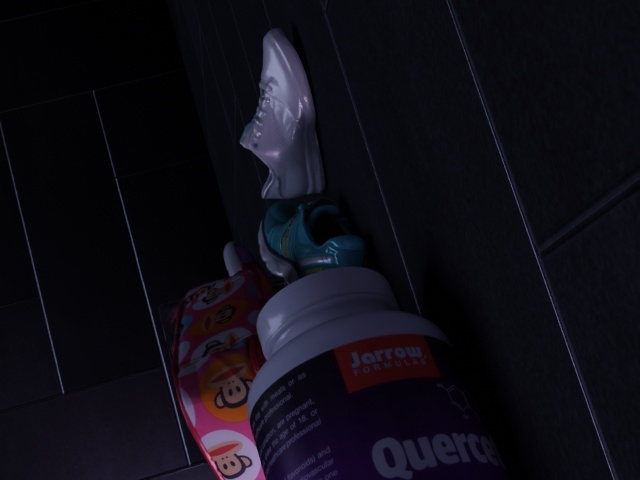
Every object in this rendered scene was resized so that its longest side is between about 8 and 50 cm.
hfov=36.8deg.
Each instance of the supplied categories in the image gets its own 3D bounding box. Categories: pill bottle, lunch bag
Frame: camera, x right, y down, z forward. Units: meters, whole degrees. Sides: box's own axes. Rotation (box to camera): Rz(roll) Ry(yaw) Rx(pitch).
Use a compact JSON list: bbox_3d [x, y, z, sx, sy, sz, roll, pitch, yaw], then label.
[{"bbox_3d":[0.050,0.184,0.754,0.181,0.181,0.323,87,165,-55],"label":"pill bottle"},{"bbox_3d":[-0.054,0.182,1.024,0.293,0.120,0.258,-106,-9,-69],"label":"lunch bag"}]

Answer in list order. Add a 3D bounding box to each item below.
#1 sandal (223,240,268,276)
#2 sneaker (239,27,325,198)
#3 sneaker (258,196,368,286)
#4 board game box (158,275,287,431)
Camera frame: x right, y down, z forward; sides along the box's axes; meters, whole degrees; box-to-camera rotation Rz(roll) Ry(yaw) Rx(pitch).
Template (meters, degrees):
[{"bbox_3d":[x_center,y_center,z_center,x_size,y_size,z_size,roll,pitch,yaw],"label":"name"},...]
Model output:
[{"bbox_3d":[-0.007,0.155,1.399,0.416,0.102,0.169,56,179,27],"label":"sandal"},{"bbox_3d":[-0.056,-0.146,1.165,0.080,0.094,0.212,-121,18,-65],"label":"sneaker"},{"bbox_3d":[0.000,0.000,1.141,0.275,0.107,0.110,-134,49,-63],"label":"sneaker"},{"bbox_3d":[-0.072,0.132,1.242,0.042,0.243,0.165,95,158,-65],"label":"board game box"}]
